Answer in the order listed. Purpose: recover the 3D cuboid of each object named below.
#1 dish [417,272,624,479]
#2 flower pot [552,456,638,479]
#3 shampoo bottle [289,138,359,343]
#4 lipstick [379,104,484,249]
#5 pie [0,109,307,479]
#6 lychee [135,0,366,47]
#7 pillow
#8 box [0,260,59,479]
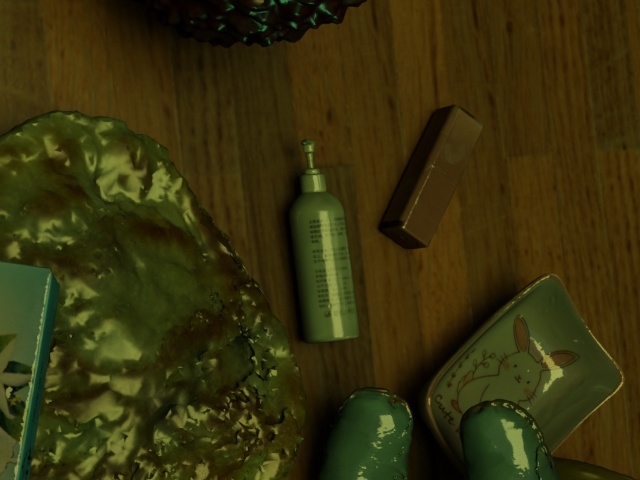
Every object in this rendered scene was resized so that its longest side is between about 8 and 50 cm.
[{"bbox_3d":[0.189,0.151,1.711,0.212,0.077,0.151,-42,104,-25],"label":"dish"},{"bbox_3d":[0.279,0.314,1.690,0.195,0.179,0.195,4,82,-29],"label":"flower pot"},{"bbox_3d":[0.000,0.000,1.627,0.056,0.056,0.195,-5,88,-30],"label":"shampoo bottle"},{"bbox_3d":[0.112,-0.064,1.703,0.045,0.045,0.145,33,70,-22],"label":"lipstick"},{"bbox_3d":[-0.221,0.090,1.425,0.395,0.180,0.418,-39,97,-24],"label":"pie"},{"bbox_3d":[-0.059,-0.320,1.488,0.330,0.306,0.306,-40,107,-51],"label":"lychee"},{"bbox_3d":[0.113,0.246,1.607,0.233,0.086,0.214,4,105,2],"label":"pillow"},{"bbox_3d":[-0.288,0.127,1.285,0.143,0.083,0.232,9,82,-2],"label":"box"}]
